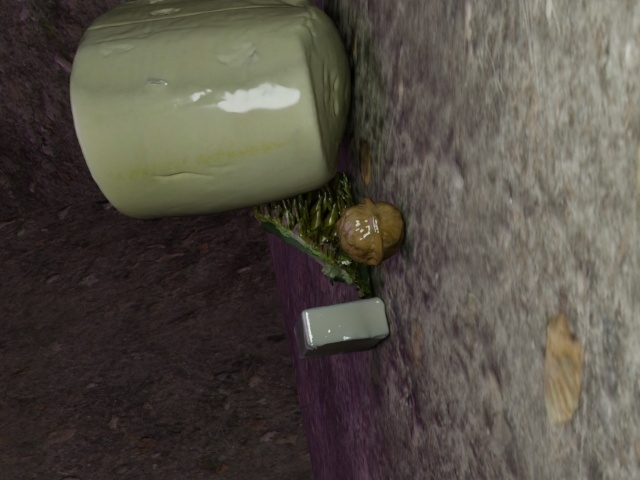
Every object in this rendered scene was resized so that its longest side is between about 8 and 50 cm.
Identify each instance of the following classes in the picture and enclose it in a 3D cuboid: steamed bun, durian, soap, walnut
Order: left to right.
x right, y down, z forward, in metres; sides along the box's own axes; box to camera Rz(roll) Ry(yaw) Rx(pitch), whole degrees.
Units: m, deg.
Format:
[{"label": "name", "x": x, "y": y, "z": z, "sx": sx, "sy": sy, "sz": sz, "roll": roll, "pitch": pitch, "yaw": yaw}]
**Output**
[{"label": "steamed bun", "x": -0.138, "y": -0.193, "z": 1.244, "sx": 0.456, "sy": 0.371, "sz": 0.290, "roll": -89, "pitch": -8, "yaw": -63}, {"label": "durian", "x": -0.011, "y": 0.002, "z": 1.352, "sx": 0.394, "sy": 0.163, "sz": 0.198, "roll": -145, "pitch": 45, "yaw": -73}, {"label": "soap", "x": 0.028, "y": 0.134, "z": 1.279, "sx": 0.183, "sy": 0.121, "sz": 0.064, "roll": 114, "pitch": 146, "yaw": -76}, {"label": "walnut", "x": 0.059, "y": -0.011, "z": 1.019, "sx": 0.096, "sy": 0.079, "sz": 0.083, "roll": 97, "pitch": 162, "yaw": -71}]
